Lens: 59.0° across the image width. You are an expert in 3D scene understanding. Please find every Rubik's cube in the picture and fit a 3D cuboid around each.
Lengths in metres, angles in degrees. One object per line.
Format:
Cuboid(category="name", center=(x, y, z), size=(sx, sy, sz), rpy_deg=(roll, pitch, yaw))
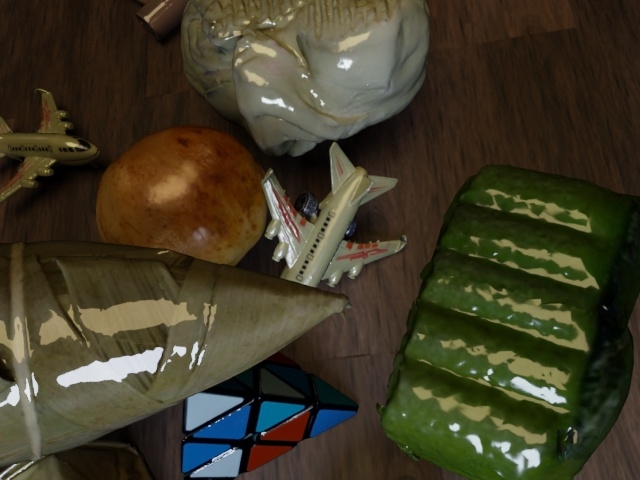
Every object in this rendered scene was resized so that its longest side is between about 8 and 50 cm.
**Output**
Cuboid(category="Rubik's cube", center=(-0.108, 0.270, 0.766), size=(0.250, 0.284, 0.234), rpy_deg=(25, 96, -16))

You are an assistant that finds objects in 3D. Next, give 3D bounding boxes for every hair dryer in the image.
Cuboid(category="hair dryer", center=(-0.322, -0.463, 1.072), size=(0.182, 0.064, 0.117), rpy_deg=(38, 79, 25))

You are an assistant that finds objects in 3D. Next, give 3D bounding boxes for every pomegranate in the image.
Cuboid(category="pomegranate", center=(-0.190, -0.044, 0.807), size=(0.248, 0.248, 0.248), rpy_deg=(-3, 70, 9))

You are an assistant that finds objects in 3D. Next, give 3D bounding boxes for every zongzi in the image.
Cuboid(category="zongzi", center=(-0.239, 0.137, 0.673), size=(0.467, 0.500, 0.218), rpy_deg=(1, 78, -10))

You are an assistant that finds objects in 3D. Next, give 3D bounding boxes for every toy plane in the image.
Cuboid(category="toy plane", center=(0.000, 0.000, 0.797), size=(0.256, 0.242, 0.104), rpy_deg=(-56, 29, 15))
Cuboid(category="toy plane", center=(-0.476, -0.156, 0.966), size=(0.244, 0.092, 0.229), rpy_deg=(9, 70, 12))

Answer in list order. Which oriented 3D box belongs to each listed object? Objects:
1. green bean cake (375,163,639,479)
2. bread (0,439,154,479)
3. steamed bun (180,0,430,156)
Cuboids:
Cuboid(category="green bean cake", center=(0.224, 0.119, 0.626), size=(0.218, 0.335, 0.319), rpy_deg=(17, 76, 25))
Cuboid(category="bread", center=(-0.283, 0.347, 0.686), size=(0.110, 0.210, 0.192), rpy_deg=(-40, 68, -1))
Cuboid(category="steamed bun", center=(-0.017, -0.263, 0.842), size=(0.352, 0.247, 0.339), rpy_deg=(-23, 49, -6))
